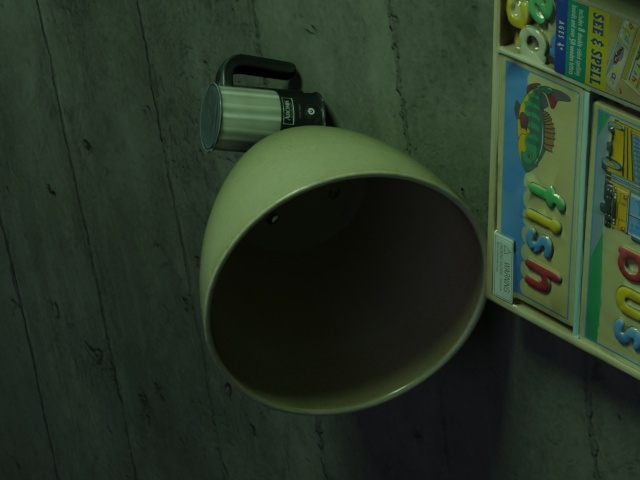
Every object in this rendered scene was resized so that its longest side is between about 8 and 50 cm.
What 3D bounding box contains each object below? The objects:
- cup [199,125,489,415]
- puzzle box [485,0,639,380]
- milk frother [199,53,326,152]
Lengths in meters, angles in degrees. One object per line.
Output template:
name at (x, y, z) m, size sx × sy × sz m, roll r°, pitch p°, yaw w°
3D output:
cup at (0.000, 0.000, 2.220) m, size 0.237 × 0.331 × 0.331 m, roll -117°, pitch 24°, yaw -51°
puzzle box at (0.287, -0.065, 1.990) m, size 0.272 × 0.052 × 0.409 m, roll 28°, pitch 132°, yaw 40°
milk frother at (-0.081, -0.140, 2.350) m, size 0.143 × 0.134 × 0.129 m, roll 116°, pitch 151°, yaw -46°
